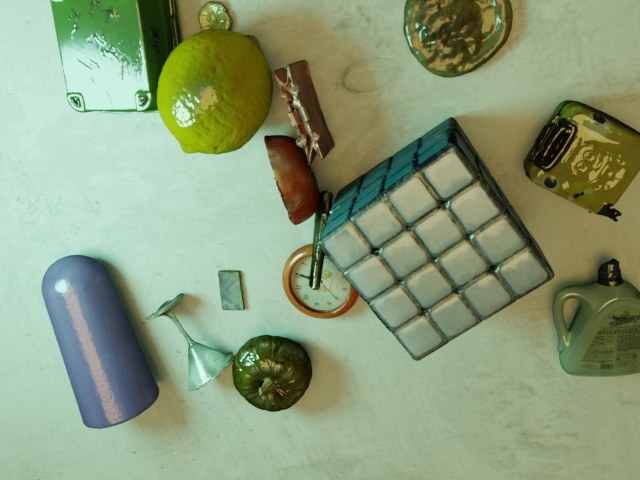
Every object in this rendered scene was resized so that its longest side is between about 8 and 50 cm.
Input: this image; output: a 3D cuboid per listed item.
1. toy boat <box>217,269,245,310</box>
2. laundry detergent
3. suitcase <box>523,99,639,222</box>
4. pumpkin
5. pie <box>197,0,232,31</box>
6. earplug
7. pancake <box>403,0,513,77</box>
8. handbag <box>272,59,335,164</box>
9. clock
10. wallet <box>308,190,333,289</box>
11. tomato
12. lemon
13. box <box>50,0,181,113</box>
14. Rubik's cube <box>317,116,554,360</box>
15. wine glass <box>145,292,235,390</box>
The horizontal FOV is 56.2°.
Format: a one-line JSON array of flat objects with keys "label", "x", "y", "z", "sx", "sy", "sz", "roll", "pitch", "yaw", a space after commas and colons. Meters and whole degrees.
[{"label": "toy boat", "x": -0.238, "y": 0.134, "z": 1.600, "sx": 0.063, "sy": 0.016, "sz": 0.115, "roll": 0, "pitch": 109, "yaw": 10}, {"label": "laundry detergent", "x": 0.662, "y": 0.179, "z": 1.416, "sx": 0.214, "sy": 0.105, "sz": 0.281, "roll": -6, "pitch": 110, "yaw": 14}, {"label": "suitcase", "x": 0.568, "y": -0.177, "z": 1.283, "sx": 0.234, "sy": 0.143, "sz": 0.194, "roll": 27, "pitch": 113, "yaw": -2}, {"label": "pumpkin", "x": -0.130, "y": 0.351, "z": 1.578, "sx": 0.218, "sy": 0.162, "sz": 0.219, "roll": 2, "pitch": 115, "yaw": 5}, {"label": "pie", "x": -0.242, "y": -0.502, "z": 1.368, "sx": 0.084, "sy": 0.020, "sz": 0.085, "roll": 3, "pitch": 108, "yaw": 8}, {"label": "earplug", "x": -0.604, "y": 0.256, "z": 1.613, "sx": 0.215, "sy": 0.215, "sz": 0.457, "roll": -11, "pitch": 104, "yaw": 13}, {"label": "pancake", "x": 0.292, "y": -0.469, "z": 1.273, "sx": 0.241, "sy": 0.050, "sz": 0.242, "roll": 3, "pitch": 111, "yaw": 8}, {"label": "handbag", "x": -0.033, "y": -0.288, "z": 1.336, "sx": 0.059, "sy": 0.157, "sz": 0.213, "roll": -17, "pitch": 106, "yaw": 15}, {"label": "clock", "x": 0.002, "y": 0.104, "z": 1.529, "sx": 0.205, "sy": 0.051, "sz": 0.206, "roll": 3, "pitch": 108, "yaw": 10}, {"label": "wallet", "x": 0.000, "y": 0.000, "z": 1.420, "sx": 0.031, "sy": 0.122, "sz": 0.233, "roll": 6, "pitch": 89, "yaw": -6}, {"label": "tomato", "x": -0.060, "y": -0.151, "z": 1.370, "sx": 0.084, "sy": 0.225, "sz": 0.225, "roll": -18, "pitch": 106, "yaw": 6}, {"label": "lemon", "x": -0.228, "y": -0.321, "z": 1.308, "sx": 0.267, "sy": 0.267, "sz": 0.268, "roll": 3, "pitch": 110, "yaw": 8}, {"label": "box", "x": -0.459, "y": -0.442, "z": 1.342, "sx": 0.252, "sy": 0.178, "sz": 0.329, "roll": 1, "pitch": 110, "yaw": 11}, {"label": "Rubik's cube", "x": 0.241, "y": -0.019, "z": 1.293, "sx": 0.344, "sy": 0.337, "sz": 0.344, "roll": -36, "pitch": 101, "yaw": 18}, {"label": "wine glass", "x": -0.353, "y": 0.266, "z": 1.604, "sx": 0.156, "sy": 0.156, "sz": 0.232, "roll": -31, "pitch": 97, "yaw": 18}]
